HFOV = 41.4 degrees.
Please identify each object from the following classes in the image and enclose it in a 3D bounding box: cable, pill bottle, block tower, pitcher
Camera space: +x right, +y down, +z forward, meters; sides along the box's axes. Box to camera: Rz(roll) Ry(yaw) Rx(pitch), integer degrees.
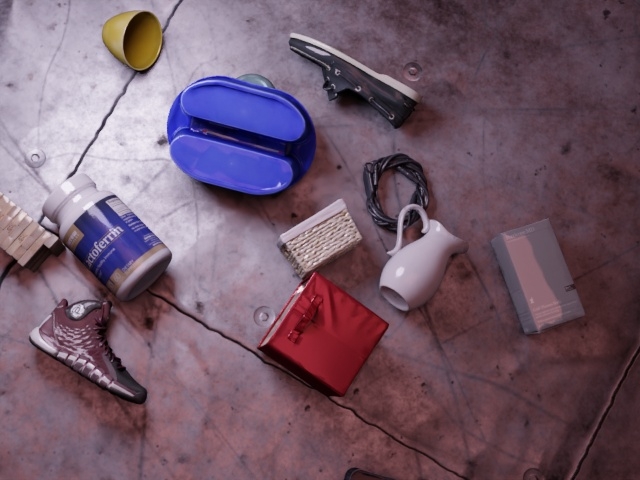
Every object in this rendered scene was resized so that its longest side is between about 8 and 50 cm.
[{"bbox_3d":[0.178,-0.108,1.964,0.150,0.047,0.185,-8,76,-13],"label":"cable"},{"bbox_3d":[-0.457,-0.010,1.810,0.264,0.153,0.153,44,77,5],"label":"pill bottle"},{"bbox_3d":[-0.713,-0.065,1.825,0.335,0.091,0.097,38,77,3],"label":"block tower"},{"bbox_3d":[0.207,0.037,1.887,0.177,0.125,0.207,43,69,-5],"label":"pitcher"}]

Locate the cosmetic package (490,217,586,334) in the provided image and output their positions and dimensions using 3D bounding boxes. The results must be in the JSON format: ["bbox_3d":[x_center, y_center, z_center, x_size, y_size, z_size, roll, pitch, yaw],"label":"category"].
[{"bbox_3d":[0.491,0.082,1.923,0.127,0.107,0.238,-19,83,-7],"label":"cosmetic package"}]

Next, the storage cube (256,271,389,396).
[{"bbox_3d":[0.001,0.203,1.787,0.193,0.215,0.184,35,75,-4],"label":"storage cube"}]

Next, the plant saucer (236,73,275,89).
[{"bbox_3d":[-0.160,-0.339,1.984,0.119,0.021,0.120,2,77,-7],"label":"plant saucer"}]

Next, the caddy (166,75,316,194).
[{"bbox_3d":[-0.178,-0.231,1.883,0.341,0.179,0.242,15,100,-3],"label":"caddy"}]

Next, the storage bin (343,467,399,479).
[{"bbox_3d":[0.131,0.560,1.785,0.180,0.084,0.122,17,76,-3],"label":"storage bin"}]

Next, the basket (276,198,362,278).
[{"bbox_3d":[0.000,0.000,1.880,0.167,0.113,0.103,-32,85,-12],"label":"basket"}]

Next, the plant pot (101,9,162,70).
[{"bbox_3d":[-0.441,-0.465,1.937,0.095,0.134,0.134,19,74,26],"label":"plant pot"}]

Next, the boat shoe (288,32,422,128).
[{"bbox_3d":[0.063,-0.366,1.968,0.339,0.127,0.113,27,99,-3],"label":"boat shoe"}]

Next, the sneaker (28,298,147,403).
[{"bbox_3d":[-0.457,0.215,1.786,0.281,0.106,0.163,31,73,2],"label":"sneaker"}]
